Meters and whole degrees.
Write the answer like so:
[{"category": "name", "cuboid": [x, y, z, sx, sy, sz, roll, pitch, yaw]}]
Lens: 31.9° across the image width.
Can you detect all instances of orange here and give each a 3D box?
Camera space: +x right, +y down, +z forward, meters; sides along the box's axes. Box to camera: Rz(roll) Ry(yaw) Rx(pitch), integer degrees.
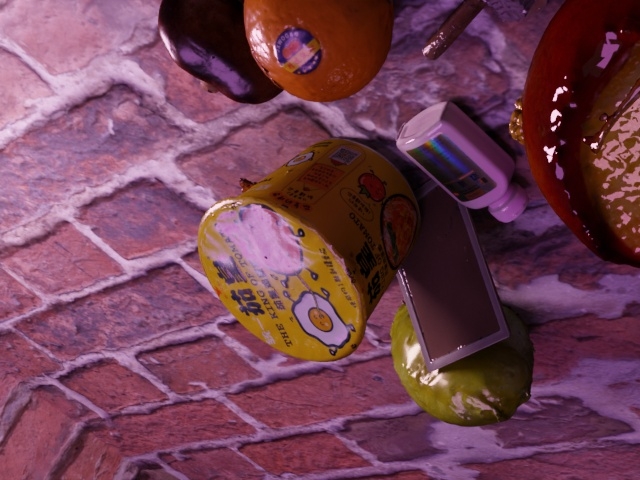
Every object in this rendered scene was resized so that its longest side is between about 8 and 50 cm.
[{"category": "orange", "cuboid": [-0.001, -0.299, 1.517, 0.193, 0.219, 0.219, -39, 114, 24]}]

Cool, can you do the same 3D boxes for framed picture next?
[{"category": "framed picture", "cuboid": [0.203, 0.052, 1.863, 0.018, 0.293, 0.231, -9, 165, -34]}]

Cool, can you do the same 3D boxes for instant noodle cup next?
[{"category": "instant noodle cup", "cuboid": [0.000, 0.000, 1.835, 0.325, 0.254, 0.326, 24, 137, 24]}]

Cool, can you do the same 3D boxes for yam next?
[{"category": "yam", "cuboid": [0.188, -0.300, 1.554, 0.032, 0.032, 0.145, 32, 146, -9]}]

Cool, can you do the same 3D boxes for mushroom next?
[{"category": "mushroom", "cuboid": [-0.169, -0.287, 1.744, 0.227, 0.148, 0.217, 41, 160, -12]}]

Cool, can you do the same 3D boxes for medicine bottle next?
[{"category": "medicine bottle", "cuboid": [0.230, -0.116, 1.734, 0.219, 0.078, 0.115, 40, 142, -20]}]

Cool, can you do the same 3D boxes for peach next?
[{"category": "peach", "cuboid": [0.412, -0.179, 1.311, 0.335, 0.310, 0.406, 10, 131, -7]}]

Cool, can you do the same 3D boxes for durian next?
[{"category": "durian", "cuboid": [0.253, 0.209, 2.016, 0.255, 0.340, 0.204, -15, 114, 13]}]

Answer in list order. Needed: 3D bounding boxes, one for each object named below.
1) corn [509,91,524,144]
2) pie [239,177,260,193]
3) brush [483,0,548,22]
[{"category": "corn", "cuboid": [0.419, -0.146, 1.548, 0.317, 0.115, 0.115, 17, 146, 16]}, {"category": "pie", "cuboid": [-0.077, -0.063, 2.047, 0.191, 0.033, 0.088, 31, 154, -18]}, {"category": "brush", "cuboid": [0.175, -0.394, 1.410, 0.070, 0.065, 0.327, -14, 129, 47]}]
